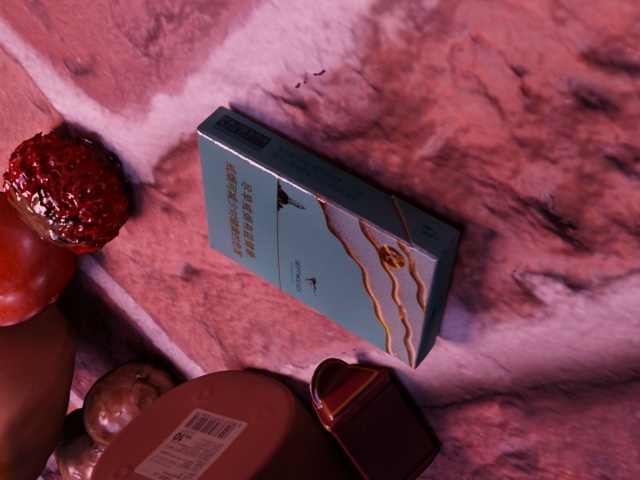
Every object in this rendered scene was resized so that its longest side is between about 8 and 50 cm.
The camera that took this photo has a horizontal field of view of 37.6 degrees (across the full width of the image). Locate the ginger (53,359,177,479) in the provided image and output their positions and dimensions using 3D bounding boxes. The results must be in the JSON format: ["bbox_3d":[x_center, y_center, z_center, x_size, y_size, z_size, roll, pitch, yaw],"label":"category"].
[{"bbox_3d":[-0.223,0.334,1.326,0.256,0.176,0.375,-19,116,38],"label":"ginger"}]

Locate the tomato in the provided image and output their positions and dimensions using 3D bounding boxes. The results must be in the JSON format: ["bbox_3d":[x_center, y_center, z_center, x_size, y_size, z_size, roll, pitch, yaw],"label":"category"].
[{"bbox_3d":[-0.383,0.026,1.137,0.167,0.167,0.167,28,146,21],"label":"tomato"}]

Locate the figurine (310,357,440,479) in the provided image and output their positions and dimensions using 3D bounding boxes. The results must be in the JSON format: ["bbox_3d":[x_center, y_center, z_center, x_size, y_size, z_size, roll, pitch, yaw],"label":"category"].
[{"bbox_3d":[0.040,0.175,0.947,0.154,0.082,0.098,56,165,-22],"label":"figurine"}]

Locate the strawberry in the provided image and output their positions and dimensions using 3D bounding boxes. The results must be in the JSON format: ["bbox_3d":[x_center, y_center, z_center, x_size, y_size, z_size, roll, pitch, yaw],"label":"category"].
[{"bbox_3d":[-0.268,-0.047,0.983,0.145,0.086,0.145,30,148,21],"label":"strawberry"}]

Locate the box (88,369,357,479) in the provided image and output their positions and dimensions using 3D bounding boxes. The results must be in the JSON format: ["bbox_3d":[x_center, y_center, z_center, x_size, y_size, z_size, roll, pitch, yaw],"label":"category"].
[{"bbox_3d":[-0.102,0.299,1.053,0.301,0.301,0.216,8,127,42],"label":"box"}]

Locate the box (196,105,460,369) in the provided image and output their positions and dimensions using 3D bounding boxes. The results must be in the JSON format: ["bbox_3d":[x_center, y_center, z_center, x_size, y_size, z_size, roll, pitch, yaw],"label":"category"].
[{"bbox_3d":[0.001,0.000,0.790,0.229,0.041,0.162,29,147,20],"label":"box"}]

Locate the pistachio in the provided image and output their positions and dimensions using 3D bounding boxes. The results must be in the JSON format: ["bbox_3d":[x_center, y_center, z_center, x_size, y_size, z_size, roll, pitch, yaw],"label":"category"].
[{"bbox_3d":[-0.504,0.209,1.274,0.445,0.365,0.281,-3,126,50],"label":"pistachio"}]
